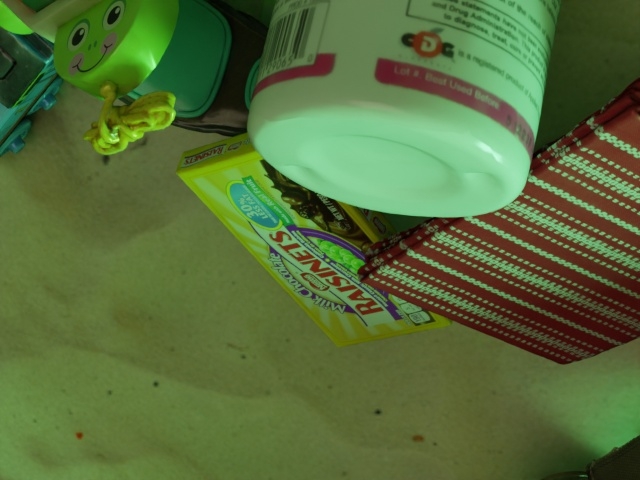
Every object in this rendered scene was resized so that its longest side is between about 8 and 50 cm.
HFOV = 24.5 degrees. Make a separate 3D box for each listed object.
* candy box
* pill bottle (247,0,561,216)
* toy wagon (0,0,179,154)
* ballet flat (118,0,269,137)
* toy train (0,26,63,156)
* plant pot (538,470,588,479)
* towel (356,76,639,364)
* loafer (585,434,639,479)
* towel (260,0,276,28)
[{"bbox_3d":[0.000,0.000,1.034,0.105,0.027,0.206,-12,133,37],"label":"candy box"},{"bbox_3d":[0.065,-0.170,0.856,0.160,0.160,0.283,8,73,18],"label":"pill bottle"},{"bbox_3d":[-0.113,-0.217,0.898,0.267,0.344,0.068,-22,143,39],"label":"toy wagon"},{"bbox_3d":[-0.055,-0.109,1.028,0.280,0.096,0.095,23,87,8],"label":"ballet flat"},{"bbox_3d":[-0.240,-0.118,1.093,0.080,0.105,0.184,46,118,-1],"label":"toy train"},{"bbox_3d":[0.147,0.314,1.073,0.215,0.215,0.230,45,132,0],"label":"plant pot"},{"bbox_3d":[0.177,0.000,0.925,0.199,0.031,0.275,23,146,-26],"label":"towel"},{"bbox_3d":[0.292,0.079,0.949,0.130,0.134,0.366,47,113,25],"label":"loafer"},{"bbox_3d":[0.035,-0.173,1.014,0.152,0.023,0.113,20,115,13],"label":"towel"}]
